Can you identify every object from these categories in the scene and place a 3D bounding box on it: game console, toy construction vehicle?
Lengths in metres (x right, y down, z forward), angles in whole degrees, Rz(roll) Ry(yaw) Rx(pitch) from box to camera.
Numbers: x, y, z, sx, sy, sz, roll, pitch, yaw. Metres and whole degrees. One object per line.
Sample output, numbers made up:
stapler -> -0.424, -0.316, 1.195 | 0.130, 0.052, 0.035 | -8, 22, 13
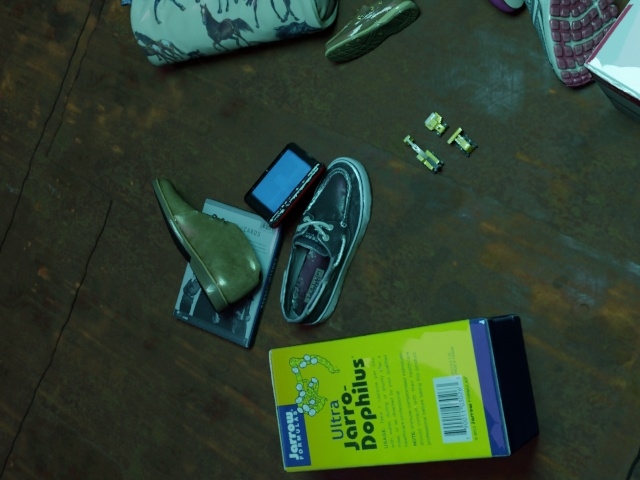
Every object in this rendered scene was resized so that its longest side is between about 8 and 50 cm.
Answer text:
game console -> -0.067, -0.101, 1.410 | 0.085, 0.124, 0.144 | 39, 91, -2
toy construction vehicle -> 0.196, -0.161, 1.321 | 0.086, 0.035, 0.098 | -46, 68, 17

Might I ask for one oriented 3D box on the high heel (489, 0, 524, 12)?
high heel -> 0.210, -0.521, 1.328 | 0.181, 0.127, 0.377 | -30, 78, 58

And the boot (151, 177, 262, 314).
boot -> -0.213, -0.011, 1.470 | 0.115, 0.112, 0.305 | -31, 64, -10

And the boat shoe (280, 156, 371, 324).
boat shoe -> 0.000, 0.000, 1.371 | 0.108, 0.102, 0.301 | 21, 96, 26

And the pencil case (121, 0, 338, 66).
pencil case -> -0.156, -0.439, 1.449 | 0.410, 0.160, 0.184 | -4, 99, 27

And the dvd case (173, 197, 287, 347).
dvd case -> -0.172, 0.058, 1.496 | 0.179, 0.029, 0.239 | 19, 94, 27

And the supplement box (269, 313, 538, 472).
supplement box -> 0.128, 0.235, 1.239 | 0.356, 0.194, 0.195 | -12, 81, 25

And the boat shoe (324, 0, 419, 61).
boat shoe -> 0.082, -0.373, 1.381 | 0.178, 0.064, 0.060 | -29, 69, 16

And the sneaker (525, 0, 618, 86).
sneaker -> 0.360, -0.381, 1.211 | 0.120, 0.112, 0.299 | -18, 97, -14

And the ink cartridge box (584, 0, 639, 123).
ink cartridge box -> 0.468, -0.253, 1.078 | 0.100, 0.237, 0.172 | 41, 105, 26
